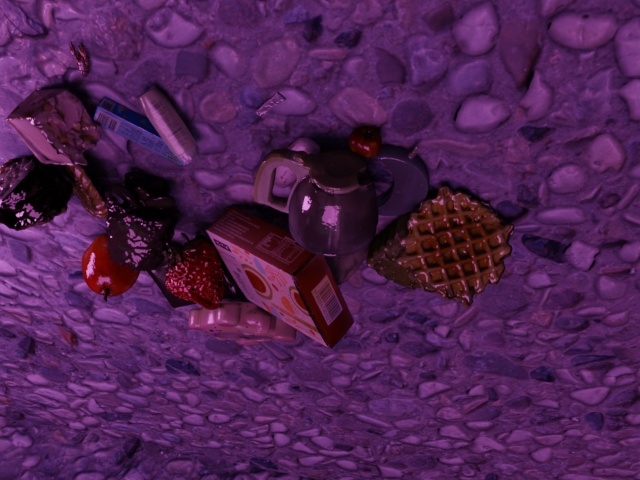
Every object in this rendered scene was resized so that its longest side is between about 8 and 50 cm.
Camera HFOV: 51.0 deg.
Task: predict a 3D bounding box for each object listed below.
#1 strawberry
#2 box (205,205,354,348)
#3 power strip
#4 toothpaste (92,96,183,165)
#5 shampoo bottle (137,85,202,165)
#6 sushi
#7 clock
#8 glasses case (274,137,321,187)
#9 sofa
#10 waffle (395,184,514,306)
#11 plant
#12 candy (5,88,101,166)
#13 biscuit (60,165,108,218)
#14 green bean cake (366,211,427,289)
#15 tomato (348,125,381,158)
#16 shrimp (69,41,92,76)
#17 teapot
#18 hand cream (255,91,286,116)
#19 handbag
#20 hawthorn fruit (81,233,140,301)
[{"bbox_3d":[-0.362,0.110,2.009,0.106,0.188,0.286,36,164,49],"label":"strawberry"},{"bbox_3d":[-0.117,0.106,1.976,0.385,0.122,0.344,25,151,39],"label":"box"},{"bbox_3d":[0.210,-0.162,1.799,0.167,0.054,0.253,8,138,0],"label":"power strip"},{"bbox_3d":[-0.480,-0.293,1.816,0.267,0.050,0.065,26,134,-15],"label":"toothpaste"},{"bbox_3d":[-0.394,-0.298,1.752,0.072,0.049,0.212,-35,115,-10],"label":"shampoo bottle"},{"bbox_3d":[-0.850,-0.129,1.934,0.350,0.211,0.171,0,143,48],"label":"sushi"},{"bbox_3d":[-0.264,0.280,2.259,0.309,0.114,0.284,17,160,-39],"label":"clock"},{"bbox_3d":[-0.076,-0.208,1.816,0.076,0.049,0.197,33,134,-23],"label":"glasses case"},{"bbox_3d":[0.000,0.000,2.006,0.225,0.176,0.210,15,148,42],"label":"sofa"},{"bbox_3d":[0.368,0.016,1.838,0.317,0.297,0.073,29,179,-10],"label":"waffle"},{"bbox_3d":[-0.526,-0.061,1.982,0.199,0.188,0.276,17,119,3],"label":"plant"},{"bbox_3d":[-0.700,-0.296,1.770,0.195,0.137,0.185,7,140,40],"label":"candy"},{"bbox_3d":[-0.689,-0.156,1.955,0.187,0.036,0.273,30,149,37],"label":"biscuit"},{"bbox_3d":[0.261,0.035,1.956,0.200,0.113,0.214,26,137,-16],"label":"green bean cake"},{"bbox_3d":[0.113,-0.247,1.706,0.087,0.087,0.075,12,143,0],"label":"tomato"},{"bbox_3d":[-0.598,-0.456,1.683,0.038,0.029,0.092,-3,132,17],"label":"shrimp"},{"bbox_3d":[0.009,-0.136,1.748,0.321,0.239,0.239,38,146,26],"label":"teapot"},{"bbox_3d":[-0.131,-0.343,1.707,0.093,0.019,0.030,-29,126,33],"label":"hand cream"},{"bbox_3d":[-0.419,0.100,2.183,0.285,0.113,0.257,-11,133,24],"label":"handbag"},{"bbox_3d":[-0.677,0.101,2.164,0.196,0.225,0.196,0,147,0],"label":"hawthorn fruit"}]
